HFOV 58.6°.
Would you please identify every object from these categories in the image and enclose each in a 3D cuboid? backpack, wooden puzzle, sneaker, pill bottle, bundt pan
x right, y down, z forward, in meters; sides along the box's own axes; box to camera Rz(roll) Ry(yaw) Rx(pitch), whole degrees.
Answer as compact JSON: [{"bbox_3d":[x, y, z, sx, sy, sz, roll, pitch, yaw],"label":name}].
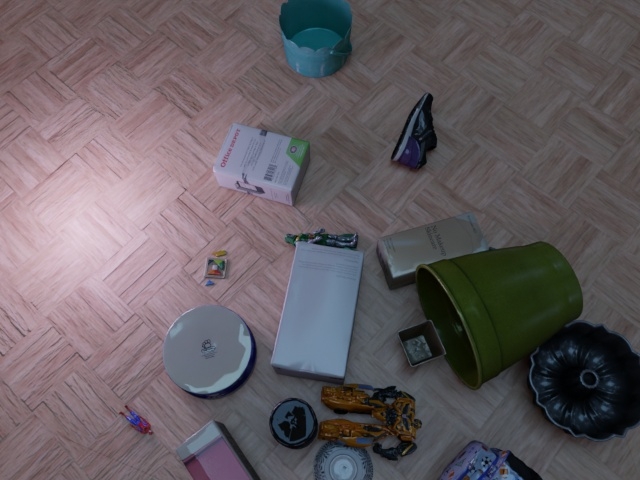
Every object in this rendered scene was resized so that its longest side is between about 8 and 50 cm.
[{"bbox_3d":[0.411,0.654,1.457,0.213,0.276,0.263,32,79,18],"label":"backpack"},{"bbox_3d":[-0.338,0.086,1.828,0.079,0.014,0.116,-3,68,0],"label":"wooden puzzle"},{"bbox_3d":[0.349,-0.370,1.964,0.124,0.107,0.283,26,74,-4],"label":"sneaker"},{"bbox_3d":[-0.068,0.500,1.543,0.123,0.219,0.122,0,68,1],"label":"pill bottle"},{"bbox_3d":[0.737,0.399,1.615,0.331,0.124,0.330,0,69,1],"label":"bundt pan"}]

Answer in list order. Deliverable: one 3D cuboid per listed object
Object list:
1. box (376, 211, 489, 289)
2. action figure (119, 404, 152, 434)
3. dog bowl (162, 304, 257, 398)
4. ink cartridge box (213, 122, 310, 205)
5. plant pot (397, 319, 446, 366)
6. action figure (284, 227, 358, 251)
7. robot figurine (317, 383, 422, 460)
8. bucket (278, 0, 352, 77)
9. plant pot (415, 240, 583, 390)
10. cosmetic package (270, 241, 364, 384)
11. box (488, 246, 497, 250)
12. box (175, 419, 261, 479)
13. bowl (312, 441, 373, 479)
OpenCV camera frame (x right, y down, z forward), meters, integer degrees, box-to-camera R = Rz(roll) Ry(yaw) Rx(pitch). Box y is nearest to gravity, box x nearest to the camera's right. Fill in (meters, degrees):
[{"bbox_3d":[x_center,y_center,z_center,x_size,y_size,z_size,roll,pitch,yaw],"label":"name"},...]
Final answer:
[{"bbox_3d":[0.343,0.032,1.774,0.311,0.121,0.148,-17,68,-5],"label":"box"},{"bbox_3d":[-0.531,0.524,1.649,0.115,0.030,0.038,34,68,12],"label":"action figure"},{"bbox_3d":[-0.324,0.328,1.681,0.265,0.104,0.264,0,68,1],"label":"dog bowl"},{"bbox_3d":[-0.192,-0.256,1.908,0.273,0.115,0.198,16,69,7],"label":"ink cartridge box"},{"bbox_3d":[0.291,0.311,1.676,0.109,0.096,0.109,-19,69,-5],"label":"plant pot"},{"bbox_3d":[0.000,0.000,1.812,0.232,0.063,0.137,1,24,8],"label":"action figure"},{"bbox_3d":[0.143,0.495,1.592,0.291,0.085,0.211,6,54,-3],"label":"robot figurine"},{"bbox_3d":[-0.014,-0.744,2.066,0.281,0.183,0.281,0,69,1],"label":"bucket"},{"bbox_3d":[0.502,0.171,1.579,0.353,0.366,0.366,-22,69,-6],"label":"plant pot"},{"bbox_3d":[-0.001,0.216,1.694,0.217,0.156,0.385,11,70,6],"label":"cosmetic package"},{"bbox_3d":[0.586,0.135,1.768,0.184,0.045,0.190,20,70,8],"label":"box"},{"bbox_3d":[-0.263,0.621,1.537,0.127,0.148,0.232,-36,71,-11],"label":"box"},{"bbox_3d":[0.062,0.627,1.564,0.170,0.080,0.170,-1,67,2],"label":"bowl"}]
